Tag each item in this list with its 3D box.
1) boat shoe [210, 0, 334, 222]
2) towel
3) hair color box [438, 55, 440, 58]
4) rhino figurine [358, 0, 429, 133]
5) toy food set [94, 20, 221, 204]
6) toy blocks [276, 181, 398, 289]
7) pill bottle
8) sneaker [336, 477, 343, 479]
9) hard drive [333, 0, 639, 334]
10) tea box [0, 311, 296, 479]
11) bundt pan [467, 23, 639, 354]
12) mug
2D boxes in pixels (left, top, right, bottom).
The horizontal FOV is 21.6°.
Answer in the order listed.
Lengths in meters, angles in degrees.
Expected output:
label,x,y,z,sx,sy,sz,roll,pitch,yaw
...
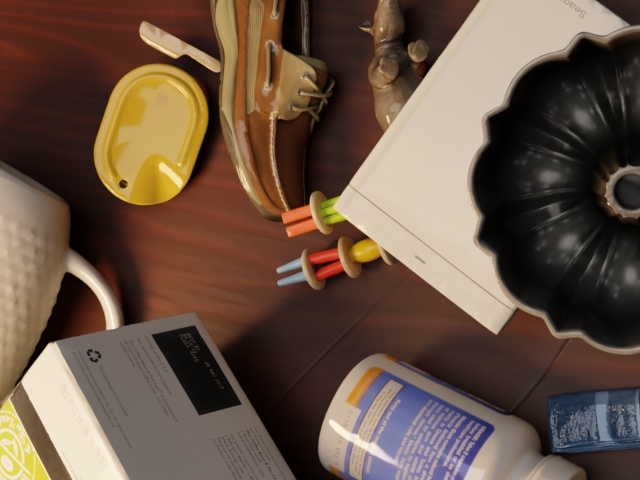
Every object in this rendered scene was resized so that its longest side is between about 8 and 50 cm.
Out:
label,x,y,z,sx,sy,sz,roll,pitch,yaw
boat shoe,-0.050,-0.188,2.007,0.120,0.122,0.324,-13,80,20
towel,0.307,0.198,1.842,0.119,0.029,0.067,-7,80,25
hair color box,0.218,-0.164,1.913,0.093,0.053,0.167,-35,70,17
rhino figurine,0.092,-0.191,1.952,0.073,0.106,0.243,-11,76,-7
toy food set,-0.201,-0.152,2.109,0.128,0.071,0.218,21,96,2
toy blocks,0.000,0.000,1.968,0.148,0.123,0.054,-19,34,22
pill bottle,0.147,0.243,1.845,0.272,0.152,0.152,26,95,26
sneaker,0.070,0.394,1.877,0.109,0.130,0.286,-39,71,14
hard drive,0.206,-0.107,1.816,0.233,0.047,0.353,38,103,10
tea box,-0.216,0.314,1.915,0.329,0.220,0.323,57,132,22
bundt pan,0.318,-0.055,1.703,0.331,0.124,0.331,2,98,11
mug,-0.426,0.078,2.096,0.374,0.276,0.328,30,90,-5
